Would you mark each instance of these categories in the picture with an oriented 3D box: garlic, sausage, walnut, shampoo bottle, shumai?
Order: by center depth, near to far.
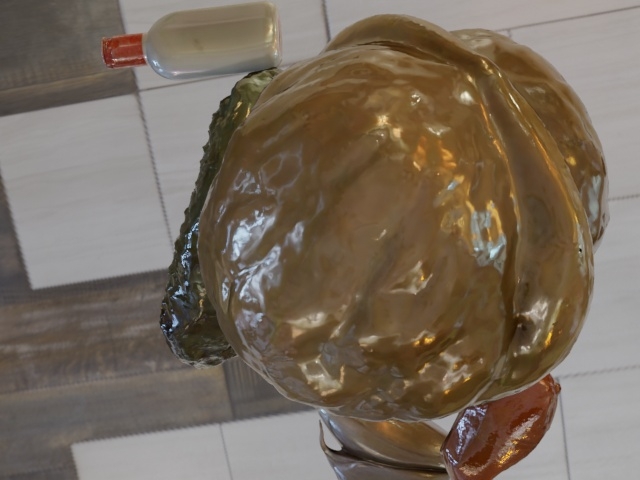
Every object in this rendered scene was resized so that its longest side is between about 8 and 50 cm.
[{"bbox_3d":[0.059,-0.015,0.634,0.296,0.285,0.285,-18,109,-35],"label":"walnut"},{"bbox_3d":[0.175,0.187,0.922,0.089,0.089,0.179,23,120,-5],"label":"sausage"},{"bbox_3d":[0.000,0.000,1.086,0.323,0.324,0.397,13,138,-3],"label":"shumai"},{"bbox_3d":[-0.159,-0.244,1.128,0.221,0.108,0.051,-5,147,3],"label":"shampoo bottle"},{"bbox_3d":[0.102,0.411,1.732,0.340,0.246,0.231,23,90,-9],"label":"garlic"}]
